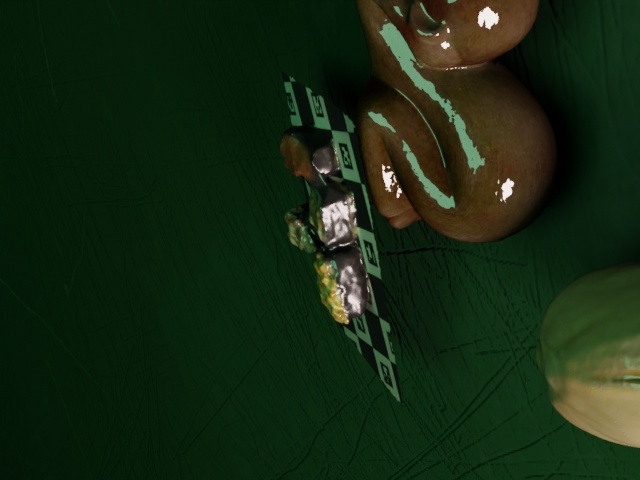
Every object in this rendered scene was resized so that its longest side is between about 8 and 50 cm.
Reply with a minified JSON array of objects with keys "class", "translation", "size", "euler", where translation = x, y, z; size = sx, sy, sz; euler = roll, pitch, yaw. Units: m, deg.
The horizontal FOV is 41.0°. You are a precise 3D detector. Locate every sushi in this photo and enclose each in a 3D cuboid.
[{"class":"sushi","translation":[0.000,0.000,0.783],"size":[0.192,0.043,0.279],"euler":[-132,28,-57]}]

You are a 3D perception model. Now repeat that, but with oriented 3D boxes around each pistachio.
[{"class":"pistachio","translation":[0.245,0.072,0.564],"size":[0.226,0.136,0.135],"euler":[-11,98,40]}]

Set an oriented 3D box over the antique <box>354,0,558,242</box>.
[{"class":"antique","translation":[0.107,-0.116,0.645],"size":[0.143,0.121,0.256],"euler":[18,121,43]}]
